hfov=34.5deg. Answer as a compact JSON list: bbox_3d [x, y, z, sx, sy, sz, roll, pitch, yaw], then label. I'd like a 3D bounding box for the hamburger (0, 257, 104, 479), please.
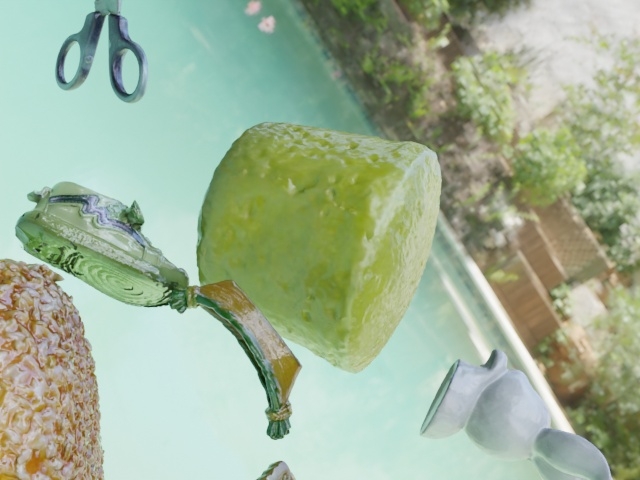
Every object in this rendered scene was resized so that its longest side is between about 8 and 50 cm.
[{"bbox_3d":[-0.327,0.180,0.937,0.330,0.250,0.330,177,-90,-80],"label":"hamburger"}]

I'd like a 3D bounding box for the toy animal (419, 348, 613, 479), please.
[{"bbox_3d":[0.235,0.208,1.153,0.221,0.103,0.131,25,47,10],"label":"toy animal"}]

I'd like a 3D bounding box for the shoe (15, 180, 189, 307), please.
[{"bbox_3d":[-0.302,0.005,1.477,0.262,0.128,0.140,23,-15,-17],"label":"shoe"}]

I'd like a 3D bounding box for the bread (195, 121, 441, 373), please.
[{"bbox_3d":[0.000,0.000,1.512,0.308,0.348,0.348,15,-1,14],"label":"bread"}]

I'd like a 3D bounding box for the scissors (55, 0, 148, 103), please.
[{"bbox_3d":[-0.349,-0.429,1.737,0.256,0.383,0.029,19,11,41],"label":"scissors"}]

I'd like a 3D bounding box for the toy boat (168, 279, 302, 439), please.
[{"bbox_3d":[-0.093,0.138,1.284,0.229,0.088,0.089,52,-10,0],"label":"toy boat"}]

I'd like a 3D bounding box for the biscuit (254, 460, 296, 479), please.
[{"bbox_3d":[-0.068,0.396,1.243,0.172,0.029,0.254,63,33,-8],"label":"biscuit"}]
